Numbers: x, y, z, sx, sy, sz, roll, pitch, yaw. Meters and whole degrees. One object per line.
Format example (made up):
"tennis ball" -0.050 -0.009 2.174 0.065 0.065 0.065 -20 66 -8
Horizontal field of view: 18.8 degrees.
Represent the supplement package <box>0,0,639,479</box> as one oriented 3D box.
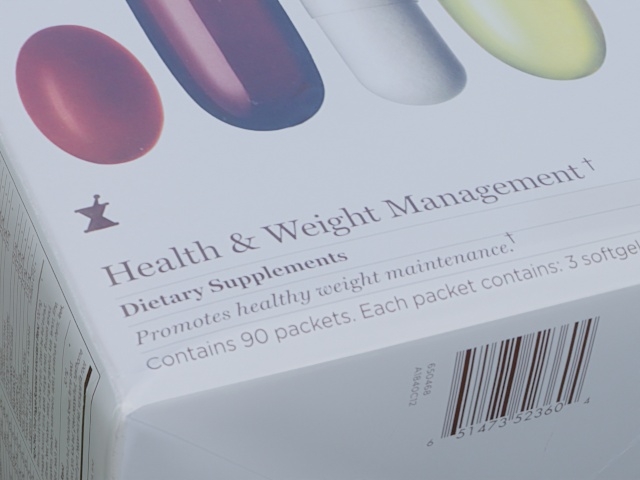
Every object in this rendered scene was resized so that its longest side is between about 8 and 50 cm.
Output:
"supplement package" 0.000 0.000 0.526 0.194 0.149 0.203 -12 47 -21
